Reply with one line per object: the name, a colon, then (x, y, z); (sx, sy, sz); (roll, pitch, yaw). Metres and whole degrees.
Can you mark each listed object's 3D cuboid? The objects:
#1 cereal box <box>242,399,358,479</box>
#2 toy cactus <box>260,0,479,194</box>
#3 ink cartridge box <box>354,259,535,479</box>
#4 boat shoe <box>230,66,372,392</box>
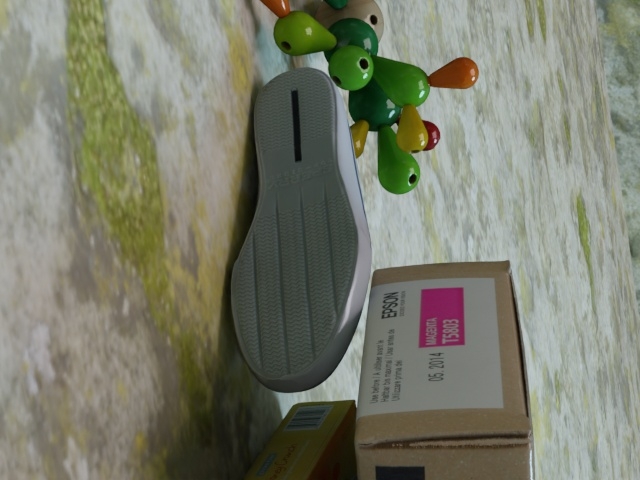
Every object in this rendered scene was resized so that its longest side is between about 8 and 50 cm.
cereal box: (0.002, 0.237, 0.891); (0.173, 0.047, 0.240); (-53, 133, -63)
toy cactus: (0.027, -0.146, 1.029); (0.219, 0.112, 0.180); (57, 10, -16)
ink cartridge box: (0.069, 0.139, 0.820); (0.235, 0.088, 0.193); (-75, 162, -70)
boat shoe: (0.000, 0.000, 0.912); (0.076, 0.083, 0.226); (59, 29, -50)
